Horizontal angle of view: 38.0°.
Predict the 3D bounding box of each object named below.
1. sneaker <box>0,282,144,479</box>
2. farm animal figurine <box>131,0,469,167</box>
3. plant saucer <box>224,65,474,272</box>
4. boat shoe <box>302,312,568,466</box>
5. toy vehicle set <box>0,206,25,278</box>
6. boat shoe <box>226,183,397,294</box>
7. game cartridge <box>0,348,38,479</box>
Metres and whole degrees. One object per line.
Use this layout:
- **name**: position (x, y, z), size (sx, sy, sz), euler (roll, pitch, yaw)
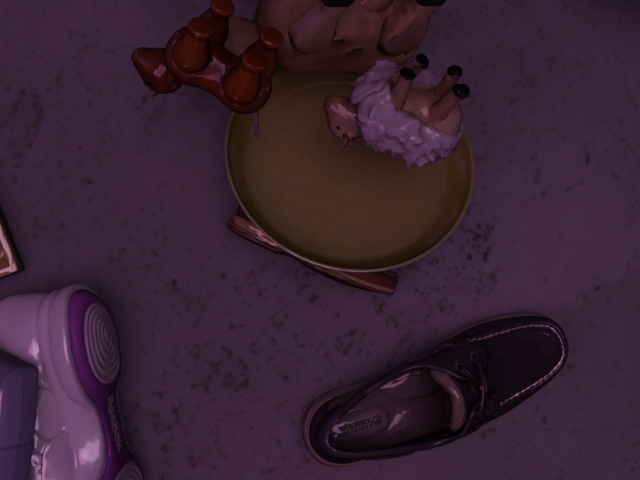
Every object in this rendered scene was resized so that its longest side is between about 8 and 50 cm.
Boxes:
- **sneaker**: position (-0.251, 0.194, 0.861), size (0.152, 0.114, 0.305), euler (-5, 92, 15)
- **farm animal figurine**: position (-0.041, -0.218, 0.847), size (0.327, 0.172, 0.330), euler (8, 59, -20)
- **plant saucer**: position (0.027, -0.075, 0.896), size (0.241, 0.037, 0.240), euler (3, 66, -8)
- **boat shoe**: position (0.122, 0.151, 0.908), size (0.285, 0.092, 0.102), euler (-18, 91, -9)
- **toy vehicle set**: position (-0.433, -0.003, 0.857), size (0.267, 0.035, 0.166), euler (-20, 91, -9)
- **boat shoe**: position (0.000, 0.000, 0.909), size (0.178, 0.064, 0.060), euler (25, 87, -5)
- **game cartridge**: position (-0.351, 0.220, 0.798), size (0.196, 0.060, 0.294), euler (20, 93, 19)
